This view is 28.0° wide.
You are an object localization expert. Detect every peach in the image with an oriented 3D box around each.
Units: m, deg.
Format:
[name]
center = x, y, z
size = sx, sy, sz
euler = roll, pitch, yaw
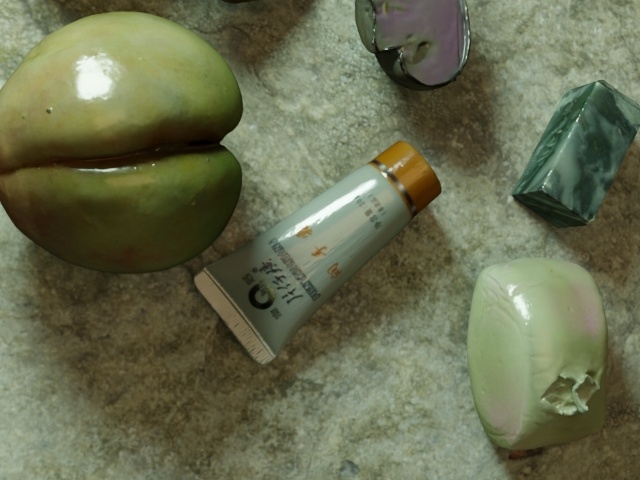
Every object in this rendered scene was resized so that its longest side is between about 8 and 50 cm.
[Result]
[peach]
center = -0.223, -0.104, 1.410
size = 0.292, 0.247, 0.292
euler = -5, 110, -15

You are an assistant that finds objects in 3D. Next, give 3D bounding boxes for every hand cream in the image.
[hand cream]
center = 0.000, 0.000, 1.564
size = 0.314, 0.089, 0.140
euler = -42, 97, -8

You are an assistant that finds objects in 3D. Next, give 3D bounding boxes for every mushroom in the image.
[mushroom]
center = 0.107, -0.269, 1.589
size = 0.141, 0.117, 0.188
euler = -9, 83, -16

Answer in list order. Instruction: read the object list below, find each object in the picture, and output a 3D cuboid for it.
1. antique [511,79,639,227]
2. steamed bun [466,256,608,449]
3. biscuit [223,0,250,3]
[antique]
center = 0.338, -0.116, 1.673
size = 0.086, 0.088, 0.183
euler = 32, 77, -14
[steamed bun]
center = 0.283, 0.140, 1.606
size = 0.169, 0.152, 0.239
euler = -2, 90, -19
[biscuit]
center = -0.072, -0.417, 1.511
size = 0.273, 0.049, 0.257
euler = -44, 132, -36
